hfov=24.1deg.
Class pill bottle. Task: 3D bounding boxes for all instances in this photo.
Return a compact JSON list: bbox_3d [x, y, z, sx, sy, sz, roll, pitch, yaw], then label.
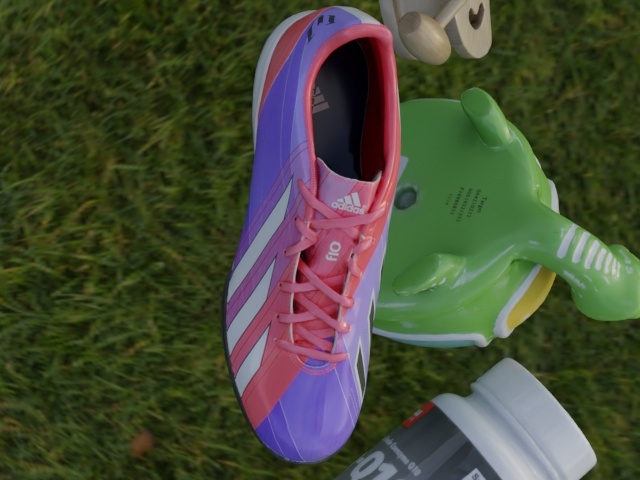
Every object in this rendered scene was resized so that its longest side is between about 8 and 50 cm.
[{"bbox_3d":[0.113,0.251,1.446,0.283,0.161,0.161,-39,101,-6],"label":"pill bottle"}]

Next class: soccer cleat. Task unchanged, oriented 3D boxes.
[{"bbox_3d":[0.000,0.000,1.018,0.109,0.116,0.318,4,92,-19],"label":"soccer cleat"}]

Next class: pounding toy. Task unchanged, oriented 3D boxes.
[{"bbox_3d":[0.145,-0.259,1.436,0.154,0.155,0.269,52,47,-51],"label":"pounding toy"}]

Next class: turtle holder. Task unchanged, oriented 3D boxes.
[{"bbox_3d":[0.145,-0.012,1.468,0.227,0.320,0.243,45,36,-50],"label":"turtle holder"}]
